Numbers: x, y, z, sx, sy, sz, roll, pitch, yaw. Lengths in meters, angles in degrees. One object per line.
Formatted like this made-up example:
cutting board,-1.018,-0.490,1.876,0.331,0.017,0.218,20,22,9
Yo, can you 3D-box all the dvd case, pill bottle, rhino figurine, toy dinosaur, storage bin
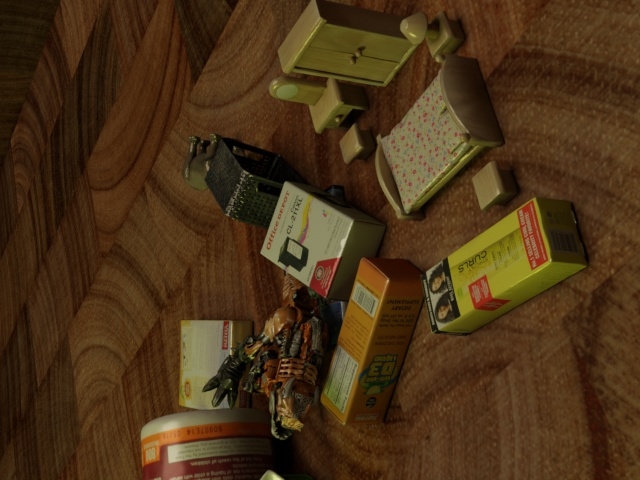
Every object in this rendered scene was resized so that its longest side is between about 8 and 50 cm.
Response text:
dvd case,-0.008,0.056,1.605,0.180,0.022,0.252,-27,63,57
pill bottle,-0.173,0.487,1.627,0.224,0.224,0.392,-35,56,53
rhino figurine,-0.195,-0.147,1.903,0.243,0.073,0.106,5,86,58
toy dinosaur,-0.043,0.173,1.504,0.218,0.164,0.322,-55,0,35
storage bin,-0.111,-0.094,1.674,0.084,0.122,0.180,-66,27,16

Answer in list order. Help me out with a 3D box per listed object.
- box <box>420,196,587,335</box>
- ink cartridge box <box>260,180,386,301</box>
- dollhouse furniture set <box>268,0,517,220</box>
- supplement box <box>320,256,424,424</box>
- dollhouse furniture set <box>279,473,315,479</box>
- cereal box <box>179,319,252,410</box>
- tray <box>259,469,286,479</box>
box,0.213,0.037,1.193,0.232,0.058,0.087,-39,53,51
ink cartridge box,0.000,0.000,1.507,0.175,0.072,0.127,31,107,45
dollhouse furniture set,0.066,-0.139,1.355,0.303,0.174,0.355,-48,46,47
supplement box,0.074,0.143,1.399,0.080,0.078,0.233,43,123,50
dollhouse furniture set,-0.045,0.450,1.578,0.076,0.059,0.151,7,92,60
cereal box,-0.202,0.236,1.887,0.240,0.047,0.172,-6,81,59
tray,-0.100,0.494,1.491,0.270,0.145,0.030,-53,-3,-12
